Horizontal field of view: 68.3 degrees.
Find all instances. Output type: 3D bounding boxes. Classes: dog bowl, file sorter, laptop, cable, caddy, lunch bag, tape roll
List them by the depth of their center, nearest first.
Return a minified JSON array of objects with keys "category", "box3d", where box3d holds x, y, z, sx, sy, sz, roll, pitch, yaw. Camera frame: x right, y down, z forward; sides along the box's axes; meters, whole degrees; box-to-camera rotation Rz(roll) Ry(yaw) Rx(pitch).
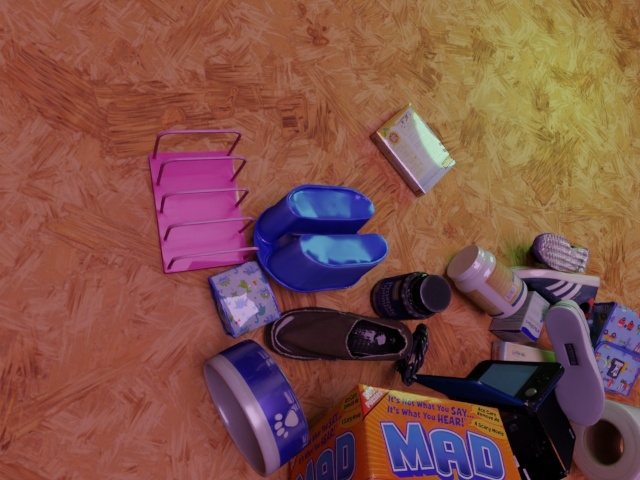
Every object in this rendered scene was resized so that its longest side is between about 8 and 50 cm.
[{"category":"dog bowl","box3d":[-0.140,0.347,0.994,0.104,0.265,0.265,-25,90,-29]},{"category":"file sorter","box3d":[-0.264,-0.090,1.078,0.202,0.182,0.291,-7,82,-24]},{"category":"lunch bag","box3d":[-0.183,0.135,1.115,0.128,0.096,0.151,-22,98,-26]},{"category":"caddy","box3d":[0.000,0.000,1.177,0.341,0.179,0.241,-1,64,-38]},{"category":"cable","box3d":[0.239,0.285,1.230,0.047,0.184,0.151,18,101,6]},{"category":"laptop","box3d":[0.603,0.560,1.359,0.264,0.136,0.234,-28,96,4]},{"category":"tape roll","box3d":[0.902,0.613,1.409,0.169,0.246,0.246,17,72,-19]},{"category":"lunch bag","box3d":[0.955,0.366,1.568,0.220,0.138,0.293,21,83,-20]}]

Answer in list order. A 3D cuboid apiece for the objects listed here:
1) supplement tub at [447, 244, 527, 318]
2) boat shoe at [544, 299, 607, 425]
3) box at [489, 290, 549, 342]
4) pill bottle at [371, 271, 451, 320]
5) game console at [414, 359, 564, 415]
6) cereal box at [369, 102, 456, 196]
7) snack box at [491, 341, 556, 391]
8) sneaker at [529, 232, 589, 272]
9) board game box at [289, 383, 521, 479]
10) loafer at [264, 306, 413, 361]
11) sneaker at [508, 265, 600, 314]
[{"category":"supplement tub","box3d":[0.487,0.120,1.385,0.199,0.144,0.144,39,66,-12]},{"category":"boat shoe","box3d":[0.761,0.350,1.404,0.156,0.135,0.367,-17,92,-48]},{"category":"box","box3d":[0.598,0.231,1.422,0.072,0.126,0.137,37,67,-14]},{"category":"pill bottle","box3d":[0.234,0.146,1.226,0.122,0.219,0.123,5,77,-23]},{"category":"game console","box3d":[0.418,0.342,1.225,0.250,0.293,0.173,-36,95,-26]},{"category":"cereal box","box3d":[0.284,-0.274,1.434,0.173,0.047,0.240,-42,98,-25]},{"category":"snack box","box3d":[0.665,0.429,1.445,0.321,0.060,0.187,15,73,-20]},{"category":"sneaker","box3d":[0.725,0.040,1.505,0.293,0.146,0.102,16,89,-38]},{"category":"board game box","box3d":[0.168,0.561,0.964,0.356,0.356,0.356,16,42,-20]},{"category":"loafer","box3d":[0.046,0.222,1.132,0.365,0.130,0.134,0,77,0]},{"category":"sneaker","box3d":[0.734,0.168,1.500,0.349,0.131,0.148,8,91,-15]}]
